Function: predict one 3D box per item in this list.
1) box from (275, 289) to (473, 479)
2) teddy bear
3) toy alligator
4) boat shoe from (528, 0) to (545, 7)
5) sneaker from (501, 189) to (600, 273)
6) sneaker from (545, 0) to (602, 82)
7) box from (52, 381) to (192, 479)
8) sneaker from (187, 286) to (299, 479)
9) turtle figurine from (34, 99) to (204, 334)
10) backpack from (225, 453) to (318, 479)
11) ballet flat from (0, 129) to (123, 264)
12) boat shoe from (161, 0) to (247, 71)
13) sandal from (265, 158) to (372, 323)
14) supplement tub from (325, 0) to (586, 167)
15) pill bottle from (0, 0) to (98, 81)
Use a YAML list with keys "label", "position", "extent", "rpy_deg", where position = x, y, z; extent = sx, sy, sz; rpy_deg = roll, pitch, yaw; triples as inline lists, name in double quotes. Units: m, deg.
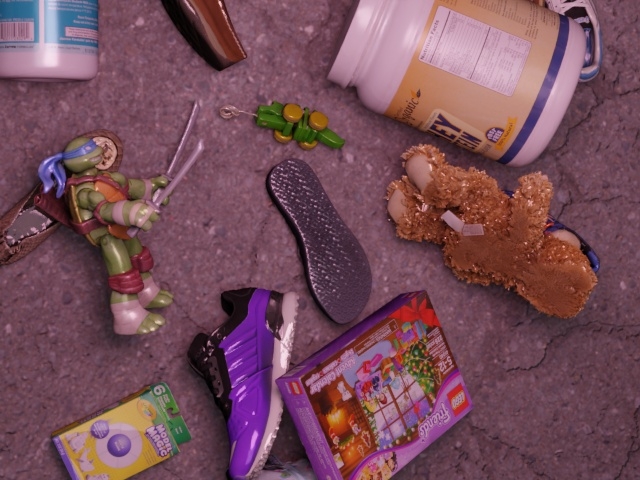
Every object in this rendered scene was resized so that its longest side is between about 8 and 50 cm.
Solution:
- label: "box"
  position: [0.085, 0.221, 1.823]
  extent: [0.293, 0.057, 0.201]
  rpy_deg: [-31, 103, -41]
- label: "teddy bear"
  position: [0.248, -0.020, 1.833]
  extent: [0.338, 0.113, 0.245]
  rpy_deg: [19, 131, 18]
- label: "toy alligator"
  position: [-0.053, -0.179, 1.841]
  extent: [0.189, 0.056, 0.051]
  rpy_deg: [16, 49, -12]
- label: "boat shoe"
  position: [0.299, -0.346, 1.896]
  extent: [0.060, 0.064, 0.178]
  rpy_deg: [-12, 101, -11]
- label: "sneaker"
  position: [0.336, -0.011, 1.918]
  extent: [0.221, 0.087, 0.083]
  rpy_deg: [27, 88, -13]
- label: "sneaker"
  position: [0.375, -0.353, 1.902]
  extent: [0.085, 0.086, 0.237]
  rpy_deg: [-16, 96, -9]
- label: "box"
  position: [-0.283, 0.286, 1.829]
  extent: [0.179, 0.043, 0.105]
  rpy_deg: [-26, 100, -11]
- label: "sneaker"
  position: [-0.122, 0.198, 1.800]
  extent: [0.146, 0.102, 0.293]
  rpy_deg: [12, 62, -4]
- label: "turtle figurine"
  position: [-0.229, -0.024, 1.729]
  extent: [0.274, 0.198, 0.266]
  rpy_deg: [-19, 113, -25]
- label: "backpack"
  position: [-0.049, 0.399, 1.814]
  extent: [0.144, 0.188, 0.166]
  rpy_deg: [-12, 96, -11]
- label: "ballet flat"
  position: [-0.372, -0.059, 1.773]
  extent: [0.250, 0.058, 0.084]
  rpy_deg: [-43, 102, -6]
- label: "boat shoe"
  position: [-0.181, -0.396, 1.759]
  extent: [0.120, 0.122, 0.324]
  rpy_deg: [-31, 101, -12]
- label: "sandal"
  position: [0.001, -0.001, 1.870]
  extent: [0.097, 0.054, 0.254]
  rpy_deg: [-22, 89, -17]
- label: "supplement tub"
  position: [0.187, -0.257, 1.784]
  extent: [0.316, 0.228, 0.228]
  rpy_deg: [21, 90, -5]
- label: "pill bottle"
  position: [-0.371, -0.348, 1.706]
  extent: [0.146, 0.146, 0.264]
  rpy_deg: [0, 94, -12]
